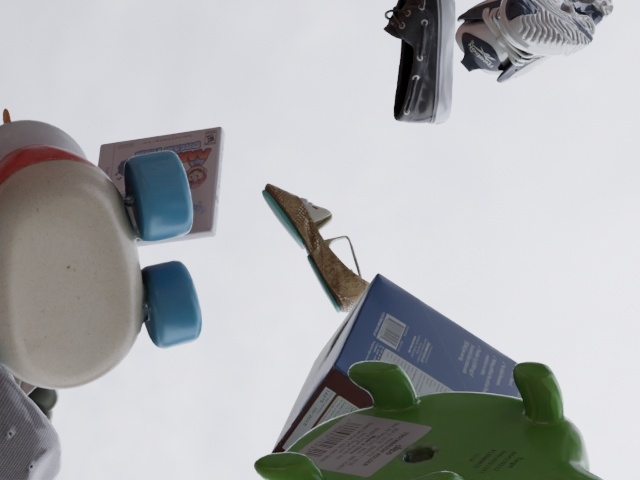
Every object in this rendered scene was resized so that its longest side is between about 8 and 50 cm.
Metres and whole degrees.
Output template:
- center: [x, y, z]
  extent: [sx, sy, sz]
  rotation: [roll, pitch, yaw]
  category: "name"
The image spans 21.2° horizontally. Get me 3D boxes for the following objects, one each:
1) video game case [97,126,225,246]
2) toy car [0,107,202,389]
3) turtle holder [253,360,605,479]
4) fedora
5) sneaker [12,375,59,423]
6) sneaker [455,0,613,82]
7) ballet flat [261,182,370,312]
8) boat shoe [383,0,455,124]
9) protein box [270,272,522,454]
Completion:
- center: [-0.190, -0.059, 1.983]
  extent: [0.157, 0.019, 0.143]
  rotation: [-7, -122, 17]
  category: "video game case"
- center: [-0.240, -0.013, 1.459]
  extent: [0.238, 0.219, 0.210]
  rotation: [-125, -153, -54]
  category: "toy car"
- center: [0.122, 0.233, 1.325]
  extent: [0.320, 0.227, 0.243]
  rotation: [-8, -160, 13]
  category: "turtle holder"
- center: [-0.344, 0.195, 1.733]
  extent: [0.124, 0.275, 0.244]
  rotation: [-33, -148, -16]
  category: "fedora"
- center: [-0.390, 0.171, 2.119]
  extent: [0.152, 0.114, 0.305]
  rotation: [-32, -122, 20]
  category: "sneaker"
- center: [0.193, -0.205, 1.724]
  extent: [0.153, 0.094, 0.235]
  rotation: [-33, -173, 30]
  category: "sneaker"
- center: [0.000, 0.000, 2.290]
  extent: [0.067, 0.206, 0.073]
  rotation: [-32, 173, -7]
  category: "ballet flat"
- center: [0.111, -0.244, 2.008]
  extent: [0.080, 0.076, 0.228]
  rotation: [-122, -152, -61]
  category: "boat shoe"
- center: [0.088, 0.176, 1.719]
  extent: [0.136, 0.201, 0.200]
  rotation: [-56, -177, 30]
  category: "protein box"
